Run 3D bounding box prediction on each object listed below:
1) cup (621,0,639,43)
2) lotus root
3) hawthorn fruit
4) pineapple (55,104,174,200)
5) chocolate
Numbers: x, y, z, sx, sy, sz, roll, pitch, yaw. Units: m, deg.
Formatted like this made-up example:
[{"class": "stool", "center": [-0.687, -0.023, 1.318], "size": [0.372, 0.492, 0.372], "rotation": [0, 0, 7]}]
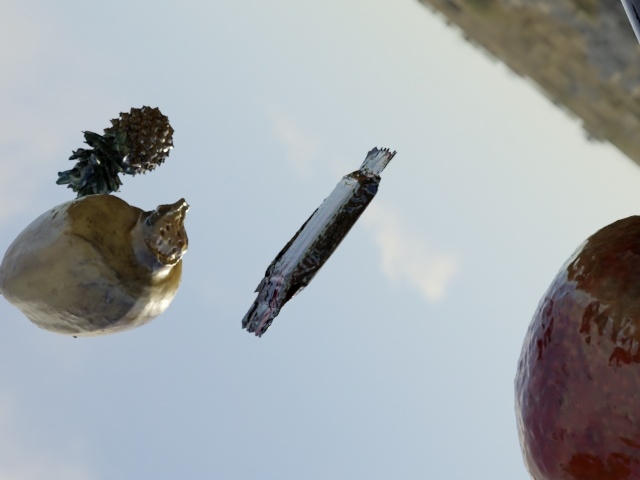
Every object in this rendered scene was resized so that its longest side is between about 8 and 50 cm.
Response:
[{"class": "cup", "center": [0.388, -0.231, 1.778], "size": [0.166, 0.239, 0.177], "rotation": [9, -122, -43]}, {"class": "lotus root", "center": [-0.236, 0.033, 2.023], "size": [0.257, 0.140, 0.154], "rotation": [-17, 142, 43]}, {"class": "hawthorn fruit", "center": [0.307, 0.155, 1.785], "size": [0.284, 0.369, 0.285], "rotation": [24, -161, -9]}, {"class": "pineapple", "center": [-0.245, -0.104, 2.410], "size": [0.083, 0.103, 0.221], "rotation": [29, -153, 9]}, {"class": "chocolate", "center": [0.000, 0.000, 1.526], "size": [0.028, 0.182, 0.086], "rotation": [40, 173, -12]}]
